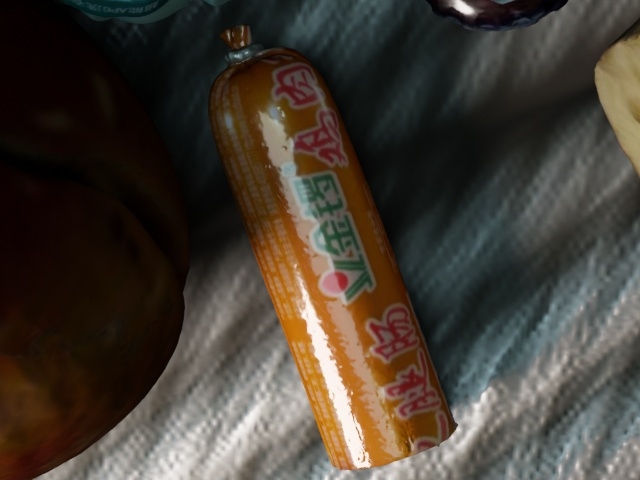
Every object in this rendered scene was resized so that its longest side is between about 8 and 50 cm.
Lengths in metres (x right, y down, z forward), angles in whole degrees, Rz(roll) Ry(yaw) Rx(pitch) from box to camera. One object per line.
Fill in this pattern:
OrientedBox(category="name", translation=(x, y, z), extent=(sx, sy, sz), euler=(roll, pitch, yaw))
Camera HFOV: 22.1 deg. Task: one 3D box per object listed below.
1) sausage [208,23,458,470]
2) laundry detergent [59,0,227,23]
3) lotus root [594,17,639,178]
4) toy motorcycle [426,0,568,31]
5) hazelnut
OrientedBox(category="sausage", translation=(0.000, 0.000, 1.114), extent=(0.093, 0.093, 0.312), euler=(-18, 99, 14))
OrientedBox(category="laundry detergent", translation=(-0.126, -0.302, 0.967), extent=(0.305, 0.287, 0.287), euler=(40, 107, 0))
OrientedBox(category="lotus root", translation=(0.308, -0.028, 0.941), extent=(0.111, 0.390, 0.375), euler=(-42, 50, -15))
OrientedBox(category="toy motorcycle", translation=(0.222, -0.287, 0.984), extent=(0.416, 0.172, 0.232), euler=(-19, 91, 25))
OrientedBox(category="hazelnut", translation=(-0.307, -0.005, 1.044), extent=(0.429, 0.402, 0.402), euler=(-23, 98, 11))
